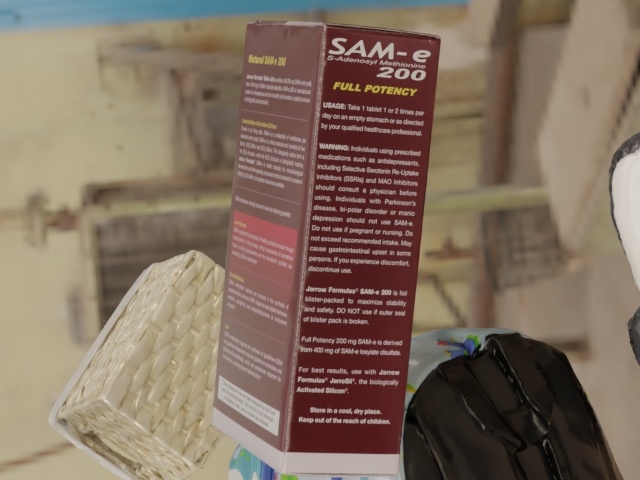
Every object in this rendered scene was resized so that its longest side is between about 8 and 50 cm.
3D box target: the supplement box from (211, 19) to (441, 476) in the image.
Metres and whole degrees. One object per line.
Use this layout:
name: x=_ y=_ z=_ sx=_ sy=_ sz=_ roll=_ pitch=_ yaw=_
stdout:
supplement box: x=0.000 y=0.000 z=1.065 sx=0.130 sy=0.073 sz=0.239 roll=-160 pitch=74 yaw=-68

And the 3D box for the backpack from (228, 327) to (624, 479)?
backpack: x=0.087 y=0.232 z=1.210 sx=0.273 sy=0.290 sz=0.355 roll=4 pitch=103 yaw=47

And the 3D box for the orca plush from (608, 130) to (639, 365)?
orca plush: x=0.277 y=0.037 z=1.086 sx=0.151 sy=0.287 sz=0.102 roll=-57 pitch=-1 yaw=27

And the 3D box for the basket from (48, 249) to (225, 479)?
basket: x=-0.117 y=0.101 z=1.519 sx=0.103 sy=0.113 sz=0.167 roll=-31 pitch=25 yaw=58
